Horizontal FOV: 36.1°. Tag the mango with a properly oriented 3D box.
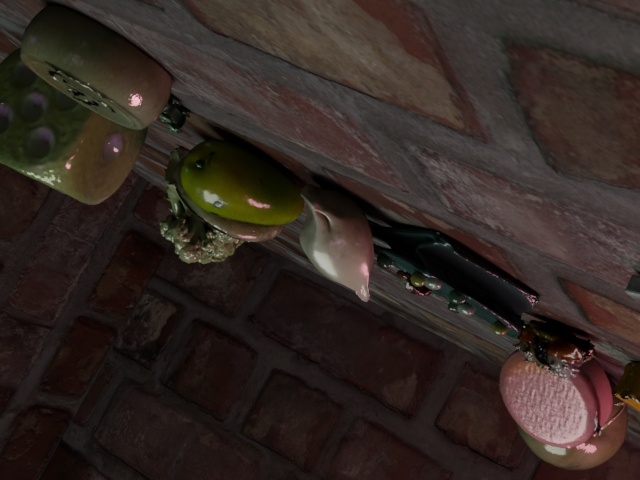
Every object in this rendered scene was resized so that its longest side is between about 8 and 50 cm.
[{"bbox_3d":[-0.145,-0.103,1.928,0.293,0.143,0.175,21,-177,-44],"label":"mango"}]

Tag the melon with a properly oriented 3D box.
[{"bbox_3d":[0.594,0.414,2.331,0.271,0.272,0.308,28,-166,8],"label":"melon"}]

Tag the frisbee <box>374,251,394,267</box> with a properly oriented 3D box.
[{"bbox_3d":[0.157,0.036,2.059,0.110,0.014,0.110,16,-162,-5],"label":"frisbee"}]

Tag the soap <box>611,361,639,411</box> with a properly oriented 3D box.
[{"bbox_3d":[0.664,0.310,1.899,0.160,0.080,0.257,21,170,48],"label":"soap"}]

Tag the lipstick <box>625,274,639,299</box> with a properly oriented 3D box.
[{"bbox_3d":[0.420,0.066,1.175,0.107,0.025,0.025,14,166,46],"label":"lipstick"}]

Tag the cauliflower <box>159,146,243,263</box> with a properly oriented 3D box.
[{"bbox_3d":[-0.310,-0.060,2.507,0.281,0.261,0.327,27,155,-36],"label":"cauliflower"}]

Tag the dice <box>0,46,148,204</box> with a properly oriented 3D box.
[{"bbox_3d":[-0.512,-0.230,1.965,0.249,0.255,0.252,28,176,16],"label":"dice"}]

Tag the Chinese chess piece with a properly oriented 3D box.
[{"bbox_3d":[-0.364,-0.278,1.597,0.250,0.101,0.250,28,173,4],"label":"Chinese chess piece"}]

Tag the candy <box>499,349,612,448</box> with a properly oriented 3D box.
[{"bbox_3d":[0.512,0.330,2.119,0.255,0.255,0.094,25,-143,35],"label":"candy"}]

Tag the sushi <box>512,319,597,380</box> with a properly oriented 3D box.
[{"bbox_3d":[0.466,0.216,1.969,0.097,0.103,0.226,12,-174,-33],"label":"sushi"}]

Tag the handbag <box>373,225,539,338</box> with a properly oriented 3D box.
[{"bbox_3d":[0.235,0.076,1.812,0.268,0.100,0.274,30,174,-25],"label":"handbag"}]

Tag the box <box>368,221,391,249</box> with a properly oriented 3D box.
[{"bbox_3d":[0.105,-0.011,2.012,0.177,0.036,0.115,26,175,25],"label":"box"}]

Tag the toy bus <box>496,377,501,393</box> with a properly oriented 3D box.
[{"bbox_3d":[0.654,0.431,2.721,0.331,0.151,0.145,29,-179,-25],"label":"toy bus"}]

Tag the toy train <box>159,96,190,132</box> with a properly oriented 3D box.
[{"bbox_3d":[-0.288,-0.242,1.810,0.081,0.050,0.122,32,176,10],"label":"toy train"}]

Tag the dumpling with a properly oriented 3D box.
[{"bbox_3d":[0.036,-0.008,1.841,0.252,0.131,0.179,56,-173,-20],"label":"dumpling"}]

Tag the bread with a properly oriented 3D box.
[{"bbox_3d":[-0.186,-0.097,2.059,0.266,0.040,0.267,27,-150,-17],"label":"bread"}]
